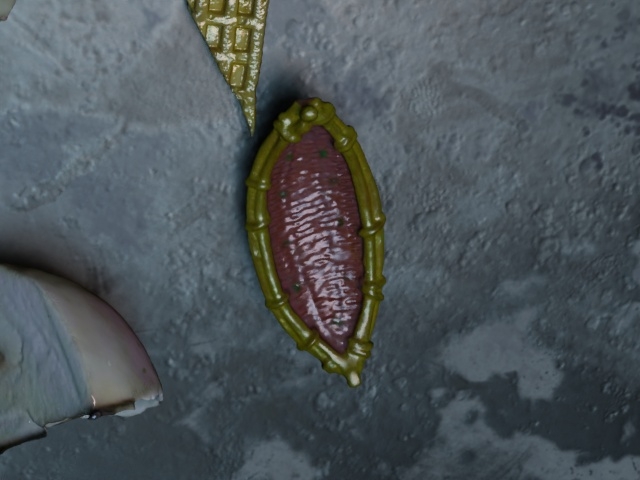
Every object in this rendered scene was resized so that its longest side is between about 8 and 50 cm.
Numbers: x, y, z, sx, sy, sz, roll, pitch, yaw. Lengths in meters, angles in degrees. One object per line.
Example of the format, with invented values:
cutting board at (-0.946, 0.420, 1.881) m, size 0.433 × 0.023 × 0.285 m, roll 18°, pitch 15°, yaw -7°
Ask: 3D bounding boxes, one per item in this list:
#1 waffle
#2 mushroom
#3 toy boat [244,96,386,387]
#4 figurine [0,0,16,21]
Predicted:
waffle at (-0.109, -0.192, 1.354) m, size 0.125 × 0.032 × 0.191 m, roll 3°, pitch 112°, yaw -18°
mushroom at (-0.259, 0.105, 1.413) m, size 0.236 × 0.173 × 0.162 m, roll -23°, pitch 170°, yaw 36°
toy boat at (-0.002, -0.005, 1.438) m, size 0.141 × 0.099 × 0.318 m, roll -12°, pitch 120°, yaw -6°
figurine at (-0.363, -0.189, 1.151) m, size 0.316 × 0.284 × 0.206 m, roll -27°, pitch 115°, yaw 40°
